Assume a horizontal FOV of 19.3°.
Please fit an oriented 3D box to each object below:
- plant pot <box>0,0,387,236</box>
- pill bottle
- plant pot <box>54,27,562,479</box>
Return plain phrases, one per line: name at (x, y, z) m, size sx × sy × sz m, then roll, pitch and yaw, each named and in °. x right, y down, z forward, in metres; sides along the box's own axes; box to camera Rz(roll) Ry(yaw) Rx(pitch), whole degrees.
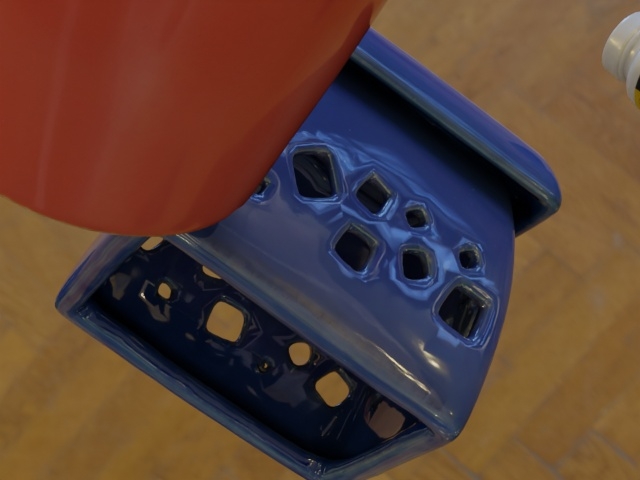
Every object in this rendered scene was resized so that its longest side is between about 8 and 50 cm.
plant pot at (-0.083, -0.153, 0.954) m, size 0.275 × 0.275 × 0.243 m, roll 50°, pitch 131°, yaw 33°
pill bottle at (0.242, -0.101, 1.233) m, size 0.065 × 0.065 × 0.116 m, roll -48°, pitch 56°, yaw -1°
plant pot at (0.000, 0.000, 1.201) m, size 0.236 × 0.236 × 0.212 m, roll 36°, pitch 65°, yaw -9°
